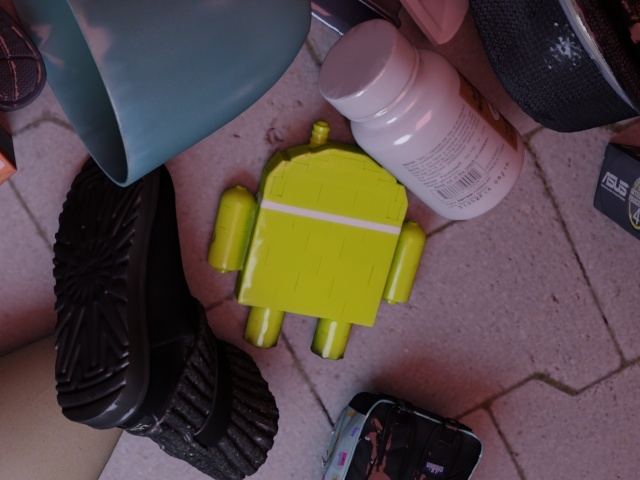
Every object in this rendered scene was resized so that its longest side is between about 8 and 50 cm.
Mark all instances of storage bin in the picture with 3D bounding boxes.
[{"bbox_3d":[0.032,-0.282,1.300,0.135,0.098,0.091,32,70,-17],"label":"storage bin"}]

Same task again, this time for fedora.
[{"bbox_3d":[0.263,-0.229,1.293,0.152,0.334,0.334,-26,112,29],"label":"fedora"}]

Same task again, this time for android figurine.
[{"bbox_3d":[0.000,0.000,1.386,0.248,0.056,0.273,9,105,-12],"label":"android figurine"}]

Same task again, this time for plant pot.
[{"bbox_3d":[-0.152,-0.235,1.180,0.235,0.293,0.293,-28,109,-16],"label":"plant pot"},{"bbox_3d":[-0.349,0.240,1.309,0.274,0.256,0.256,-45,109,-13],"label":"plant pot"}]

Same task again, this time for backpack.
[{"bbox_3d":[0.080,0.289,1.431,0.166,0.144,0.188,23,77,-18],"label":"backpack"}]

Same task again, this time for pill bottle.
[{"bbox_3d":[0.107,-0.131,1.296,0.131,0.131,0.229,-49,128,5],"label":"pill bottle"}]

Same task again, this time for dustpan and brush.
[{"bbox_3d":[0.148,-0.334,1.305,0.147,0.060,0.211,40,59,-53],"label":"dustpan and brush"}]

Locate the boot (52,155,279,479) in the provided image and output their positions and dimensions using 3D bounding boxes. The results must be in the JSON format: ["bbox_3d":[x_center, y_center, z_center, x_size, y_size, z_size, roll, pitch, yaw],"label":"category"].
[{"bbox_3d":[-0.162,0.078,1.327,0.131,0.348,0.260,-15,152,32],"label":"boot"}]

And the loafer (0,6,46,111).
[{"bbox_3d":[-0.397,-0.257,1.221,0.109,0.095,0.302,-40,107,-17],"label":"loafer"}]

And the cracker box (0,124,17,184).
[{"bbox_3d":[-0.375,-0.123,1.185,0.067,0.232,0.156,-41,110,-4],"label":"cracker box"}]

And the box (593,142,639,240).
[{"bbox_3d":[0.518,-0.003,1.306,0.318,0.395,0.097,5,107,-11],"label":"box"}]
